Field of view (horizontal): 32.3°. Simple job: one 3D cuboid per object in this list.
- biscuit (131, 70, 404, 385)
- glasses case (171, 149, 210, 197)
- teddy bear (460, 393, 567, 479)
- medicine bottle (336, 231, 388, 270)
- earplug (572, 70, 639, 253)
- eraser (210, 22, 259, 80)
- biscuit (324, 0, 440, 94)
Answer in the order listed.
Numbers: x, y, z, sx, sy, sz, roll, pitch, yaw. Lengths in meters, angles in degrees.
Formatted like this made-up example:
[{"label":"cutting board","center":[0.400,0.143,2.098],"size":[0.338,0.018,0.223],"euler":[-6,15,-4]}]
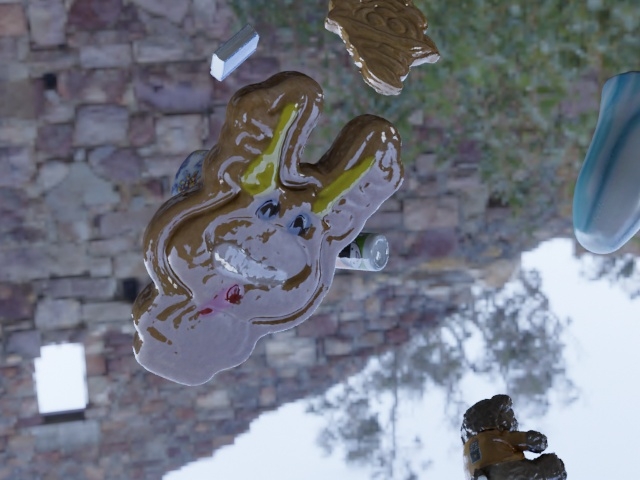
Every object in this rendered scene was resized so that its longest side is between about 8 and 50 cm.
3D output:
[{"label":"biscuit","center":[-0.055,0.001,0.953],"size":[0.186,0.295,0.044],"euler":[24,-165,-28]},{"label":"glasses case","center":[-0.093,-0.058,1.339],"size":[0.248,0.086,0.065],"euler":[14,167,45]},{"label":"teddy bear","center":[0.281,0.343,1.758],"size":[0.140,0.177,0.190],"euler":[18,-141,-29]},{"label":"medicine bottle","center":[0.000,0.000,1.795],"size":[0.221,0.092,0.061],"euler":[3,-147,35]},{"label":"earplug","center":[0.542,-0.123,1.976],"size":[0.185,0.324,0.185],"euler":[24,159,10]},{"label":"eraser","center":[-0.139,-0.304,1.788],"size":[0.084,0.027,0.063],"euler":[-46,171,-23]},{"label":"biscuit","center":[0.081,-0.298,1.486],"size":[0.163,0.250,0.035],"euler":[10,142,-23]}]
